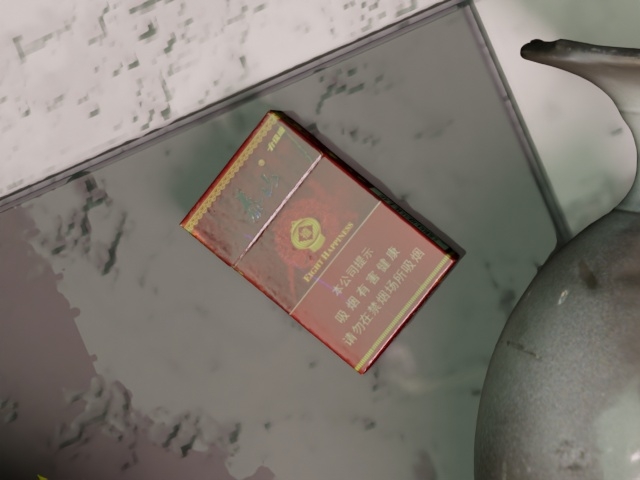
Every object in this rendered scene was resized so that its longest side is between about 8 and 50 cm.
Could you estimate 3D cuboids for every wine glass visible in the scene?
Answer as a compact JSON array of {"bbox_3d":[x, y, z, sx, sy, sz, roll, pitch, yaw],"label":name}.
[{"bbox_3d":[0.102,0.047,0.624,0.103,0.103,0.222,7,95,9],"label":"wine glass"}]

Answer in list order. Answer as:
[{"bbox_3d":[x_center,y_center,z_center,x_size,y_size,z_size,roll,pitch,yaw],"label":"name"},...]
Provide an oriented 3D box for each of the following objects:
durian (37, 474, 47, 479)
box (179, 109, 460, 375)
[{"bbox_3d":[-0.061,0.218,0.650,0.158,0.169,0.351,-32,89,-18],"label":"durian"},{"bbox_3d":[0.000,0.000,0.674,0.082,0.023,0.051,40,98,5],"label":"box"}]
